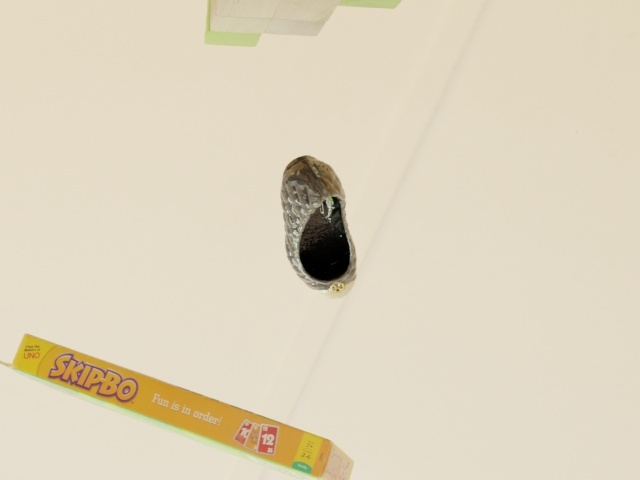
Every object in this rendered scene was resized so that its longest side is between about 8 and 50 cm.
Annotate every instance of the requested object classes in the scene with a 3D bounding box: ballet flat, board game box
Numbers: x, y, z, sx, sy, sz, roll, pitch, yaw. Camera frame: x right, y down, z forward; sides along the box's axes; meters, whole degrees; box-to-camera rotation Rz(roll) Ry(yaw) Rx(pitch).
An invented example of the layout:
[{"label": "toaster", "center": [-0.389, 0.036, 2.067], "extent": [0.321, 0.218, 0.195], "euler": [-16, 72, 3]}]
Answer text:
[{"label": "ballet flat", "center": [0.000, 0.000, 1.005], "extent": [0.058, 0.173, 0.049], "euler": [-23, -127, -5]}, {"label": "board game box", "center": [-0.107, 0.126, 0.908], "extent": [0.260, 0.124, 0.039], "euler": [15, -103, 13]}]

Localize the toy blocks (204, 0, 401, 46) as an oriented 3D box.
[{"label": "toy blocks", "center": [-0.024, -0.323, 0.955], "extent": [0.191, 0.381, 0.260], "euler": [1, -96, -9]}]
